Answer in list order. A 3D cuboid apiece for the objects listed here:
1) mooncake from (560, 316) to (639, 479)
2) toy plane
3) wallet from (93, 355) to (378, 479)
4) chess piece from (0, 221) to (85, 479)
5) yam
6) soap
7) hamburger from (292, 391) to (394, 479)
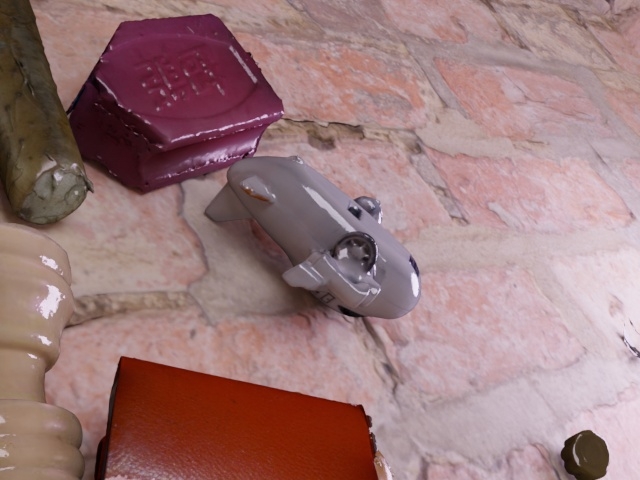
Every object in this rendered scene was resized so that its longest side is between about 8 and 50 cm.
[{"bbox_3d":[0.374,0.187,1.151,0.347,0.057,0.150,-9,70,-50],"label":"mooncake"},{"bbox_3d":[0.000,0.000,0.964,0.245,0.117,0.244,38,17,-13],"label":"toy plane"},{"bbox_3d":[-0.057,0.158,0.669,0.204,0.045,0.142,15,32,-16],"label":"wallet"},{"bbox_3d":[-0.215,0.142,0.621,0.124,0.138,0.307,-18,61,-4],"label":"chess piece"},{"bbox_3d":[-0.307,-0.175,0.897,0.083,0.083,0.371,3,48,-41],"label":"yam"},{"bbox_3d":[-0.167,-0.146,0.980,0.162,0.099,0.250,54,37,6],"label":"soap"},{"bbox_3d":[-0.014,0.203,0.755,0.147,0.083,0.138,39,40,2],"label":"hamburger"}]
